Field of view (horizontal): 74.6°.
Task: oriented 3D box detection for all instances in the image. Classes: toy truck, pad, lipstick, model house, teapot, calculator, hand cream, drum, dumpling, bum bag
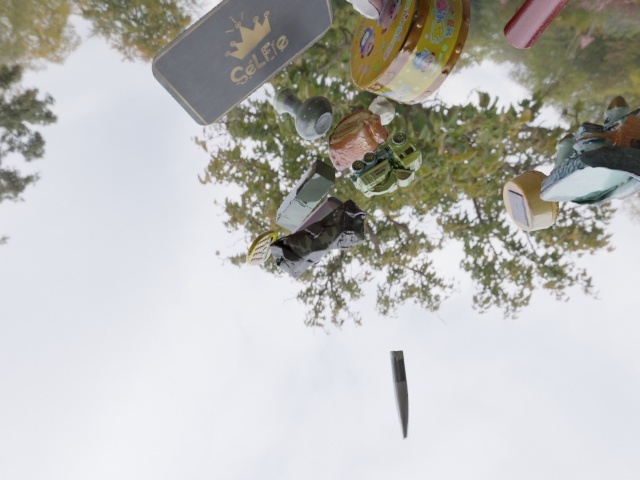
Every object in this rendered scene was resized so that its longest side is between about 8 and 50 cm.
[{"bbox_3d":[0.178,-0.184,1.100,0.191,0.085,0.116,-33,-112,3],"label":"toy truck"},{"bbox_3d":[-0.108,-0.354,0.834,0.375,0.315,0.063,-39,-104,1],"label":"pad"},{"bbox_3d":[0.468,-0.500,0.843,0.080,0.241,0.080,4,-111,-10],"label":"lipstick"},{"bbox_3d":[0.732,-0.252,1.105,0.184,0.253,0.291,17,-101,7],"label":"model house"},{"bbox_3d":[-0.077,-0.537,1.740,0.251,0.183,0.183,37,-133,24],"label":"teapot"},{"bbox_3d":[-0.226,0.027,1.660,0.032,0.146,0.235,26,-165,12],"label":"calculator"},{"bbox_3d":[0.244,0.466,1.277,0.048,0.079,0.255,-7,-108,16],"label":"hand cream"},{"bbox_3d":[0.289,-0.701,1.454,0.214,0.431,0.431,9,-144,-25],"label":"drum"},{"bbox_3d":[0.287,-0.601,1.993,0.108,0.188,0.127,35,-97,31],"label":"dumpling"},{"bbox_3d":[0.000,0.000,1.366,0.340,0.144,0.095,-29,-167,9],"label":"bum bag"}]

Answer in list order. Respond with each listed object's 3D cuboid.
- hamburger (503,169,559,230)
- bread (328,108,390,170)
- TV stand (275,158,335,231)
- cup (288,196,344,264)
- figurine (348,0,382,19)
[{"bbox_3d":[0.992,-0.190,1.963,0.176,0.300,0.300,-18,-138,2],"label":"hamburger"},{"bbox_3d":[0.143,-0.402,1.629,0.244,0.123,0.190,-21,-138,37],"label":"bread"},{"bbox_3d":[-0.056,-0.152,1.473,0.082,0.269,0.088,25,-141,-22],"label":"TV stand"},{"bbox_3d":[0.001,-0.050,1.899,0.203,0.288,0.203,30,-150,-19],"label":"cup"},{"bbox_3d":[0.187,-0.860,1.237,0.206,0.316,0.284,37,-164,30],"label":"figurine"}]
